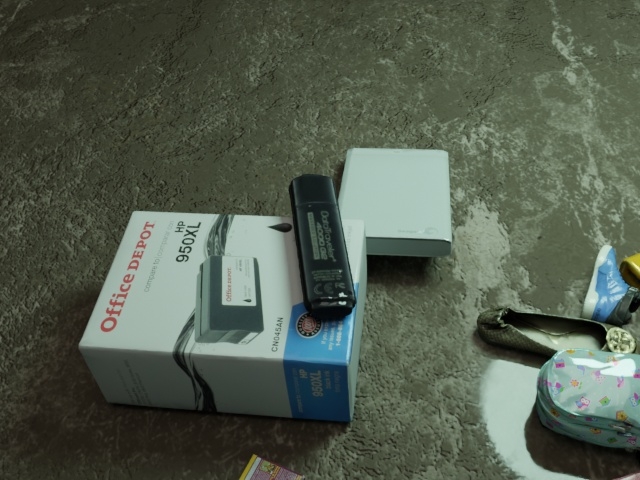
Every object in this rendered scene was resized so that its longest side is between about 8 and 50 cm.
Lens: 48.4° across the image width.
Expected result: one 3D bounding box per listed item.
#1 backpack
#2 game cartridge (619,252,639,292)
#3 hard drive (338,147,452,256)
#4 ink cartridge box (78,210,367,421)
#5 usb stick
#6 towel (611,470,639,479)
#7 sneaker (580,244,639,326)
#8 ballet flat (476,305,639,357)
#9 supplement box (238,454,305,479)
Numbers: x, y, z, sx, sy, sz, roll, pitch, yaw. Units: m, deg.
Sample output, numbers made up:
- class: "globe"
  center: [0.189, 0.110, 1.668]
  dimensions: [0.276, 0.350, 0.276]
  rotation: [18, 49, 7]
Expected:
- class: "backpack"
  center: [0.399, 0.219, 1.006]
  dimensions: [0.182, 0.115, 0.152]
  rotation: [5, 51, 15]
- class: "game cartridge"
  center: [0.704, 0.081, 1.141]
  dimensions: [0.324, 0.052, 0.285]
  rotation: [-21, 49, -12]
- class: "hard drive"
  center: [0.136, -0.079, 1.315]
  dimensions: [0.203, 0.040, 0.307]
  rotation: [2, 36, 7]
- class: "ink cartridge box"
  center: [-0.134, 0.110, 1.125]
  dimensions: [0.395, 0.166, 0.285]
  rotation: [2, 47, 7]
- class: "usb stick"
  center: [0.000, 0.000, 1.075]
  dimensions: [0.077, 0.045, 0.278]
  rotation: [-1, 46, -8]
- class: "towel"
  center: [0.521, 0.417, 0.866]
  dimensions: [0.237, 0.037, 0.329]
  rotation: [-16, 48, -7]
- class: "sneaker"
  center: [0.485, 0.076, 1.164]
  dimensions: [0.085, 0.058, 0.152]
  rotation: [16, 51, 20]
- class: "ballet flat"
  center: [0.371, 0.146, 1.113]
  dimensions: [0.250, 0.058, 0.084]
  rotation: [11, 51, 15]
- class: "supplement box"
  center: [-0.068, 0.344, 0.991]
  dimensions: [0.083, 0.043, 0.055]
  rotation: [17, 52, 22]
